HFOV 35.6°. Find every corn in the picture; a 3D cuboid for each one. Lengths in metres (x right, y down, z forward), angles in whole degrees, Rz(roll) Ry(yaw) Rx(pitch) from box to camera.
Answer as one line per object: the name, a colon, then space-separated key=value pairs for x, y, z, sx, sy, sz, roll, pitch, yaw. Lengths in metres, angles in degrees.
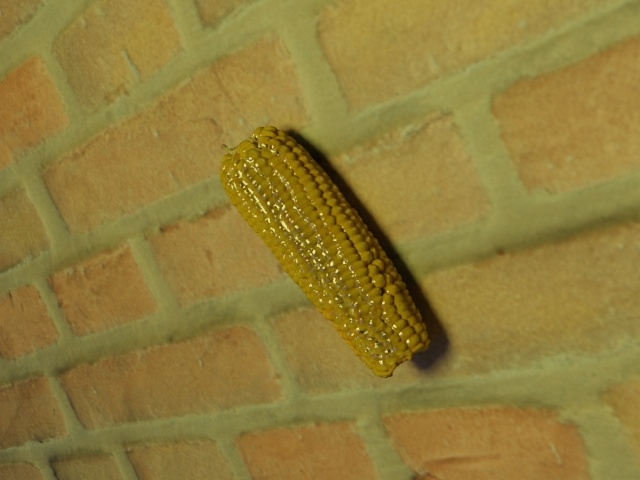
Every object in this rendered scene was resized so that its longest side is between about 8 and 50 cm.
corn: x=0.000 y=0.000 z=1.029 sx=0.310 sy=0.101 sz=0.101 roll=51 pitch=137 yaw=11
